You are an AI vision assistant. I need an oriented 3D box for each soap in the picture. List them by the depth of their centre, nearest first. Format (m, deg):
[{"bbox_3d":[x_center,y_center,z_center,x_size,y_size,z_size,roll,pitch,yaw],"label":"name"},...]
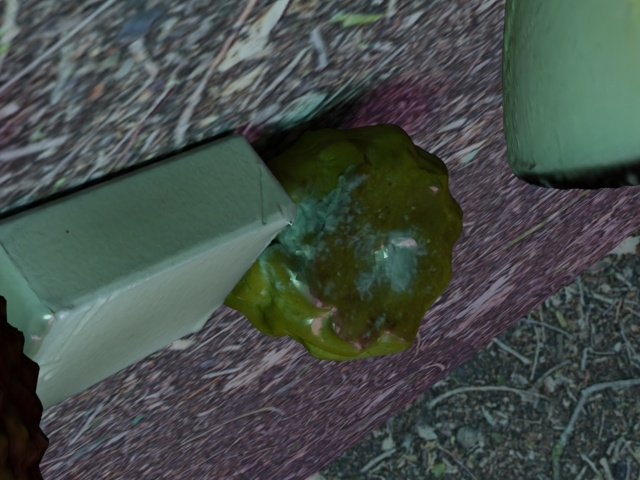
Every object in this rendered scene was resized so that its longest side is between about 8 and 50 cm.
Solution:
[{"bbox_3d":[-0.108,0.023,0.862,0.183,0.064,0.121,-25,162,-47],"label":"soap"}]

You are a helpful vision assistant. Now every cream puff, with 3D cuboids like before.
[{"bbox_3d":[0.000,0.000,0.989,0.146,0.146,0.116,-29,-156,-34],"label":"cream puff"}]

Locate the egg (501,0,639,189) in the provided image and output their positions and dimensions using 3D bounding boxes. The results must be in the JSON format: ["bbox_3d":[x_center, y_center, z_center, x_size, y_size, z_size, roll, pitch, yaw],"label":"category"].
[{"bbox_3d":[0.216,-0.163,0.766,0.337,0.201,0.337,-18,-173,2],"label":"egg"}]

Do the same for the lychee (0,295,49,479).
[{"bbox_3d":[-0.183,0.058,0.545,0.188,0.188,0.188,-36,168,-9],"label":"lychee"}]
